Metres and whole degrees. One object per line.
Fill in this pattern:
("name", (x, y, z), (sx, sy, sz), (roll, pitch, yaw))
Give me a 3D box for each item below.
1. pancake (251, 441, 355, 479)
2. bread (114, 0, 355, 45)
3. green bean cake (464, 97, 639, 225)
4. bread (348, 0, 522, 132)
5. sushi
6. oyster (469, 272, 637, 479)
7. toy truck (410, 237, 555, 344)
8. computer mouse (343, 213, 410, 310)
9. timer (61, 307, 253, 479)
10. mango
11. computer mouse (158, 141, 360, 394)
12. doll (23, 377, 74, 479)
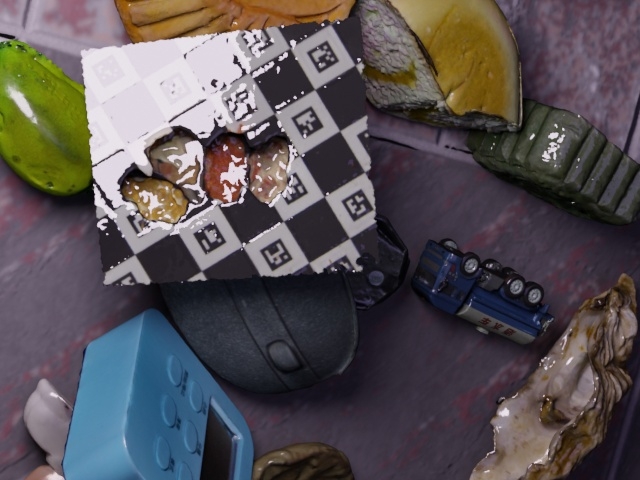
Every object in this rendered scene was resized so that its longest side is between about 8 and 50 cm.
("pancake", (-0.049, 0.351, 1.959), (0.242, 0.050, 0.242), (-14, 116, -30))
("bread", (-0.089, -0.288, 1.733), (0.274, 0.149, 0.274), (-4, 98, -34))
("green bean cake", (0.291, -0.095, 1.977), (0.185, 0.183, 0.094), (28, 88, -33))
("bread", (0.135, -0.223, 1.885), (0.156, 0.158, 0.260), (-45, 119, -26))
("sushi", (-0.090, -0.086, 1.683), (0.290, 0.050, 0.264), (-6, 88, -5))
("oyster", (0.326, 0.200, 2.098), (0.110, 0.166, 0.341), (45, 61, -21))
("toy truck", (0.205, 0.068, 2.033), (0.202, 0.074, 0.088), (25, 97, -33))
("computer mouse", (0.001, -0.003, 1.895), (0.231, 0.071, 0.126), (28, 101, -19))
("timer", (-0.152, 0.226, 1.765), (0.091, 0.232, 0.250), (-29, 126, 26))
("mango", (-0.290, -0.124, 1.681), (0.178, 0.100, 0.119), (53, 36, -20))
("computer mouse", (-0.082, 0.024, 1.789), (0.203, 0.114, 0.374), (-21, 110, 8))
("doll", (-0.334, 0.359, 1.736), (0.423, 0.161, 0.348), (-27, 96, -23))
